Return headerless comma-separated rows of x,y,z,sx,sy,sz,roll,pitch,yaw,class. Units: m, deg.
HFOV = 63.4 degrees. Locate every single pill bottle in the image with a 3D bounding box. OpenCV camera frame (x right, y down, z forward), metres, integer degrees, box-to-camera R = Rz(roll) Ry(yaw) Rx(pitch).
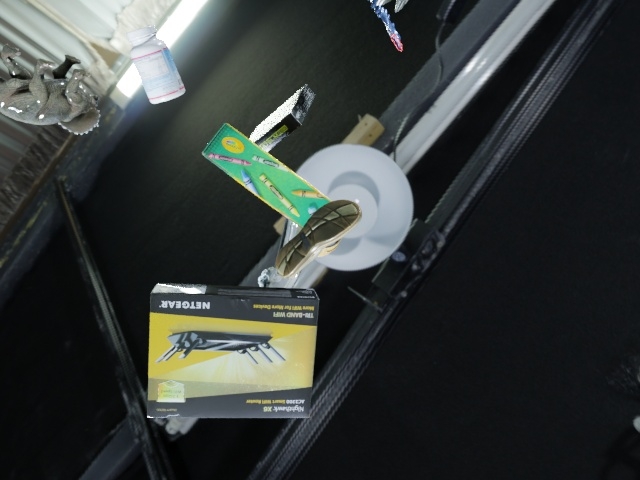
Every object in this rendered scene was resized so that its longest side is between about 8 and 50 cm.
-0.381,-0.405,1.193,0.087,0.160,0.087,-14,-154,7,pill bottle

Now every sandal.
0.000,0.000,0.845,0.180,0.049,0.072,-43,-132,22,sandal

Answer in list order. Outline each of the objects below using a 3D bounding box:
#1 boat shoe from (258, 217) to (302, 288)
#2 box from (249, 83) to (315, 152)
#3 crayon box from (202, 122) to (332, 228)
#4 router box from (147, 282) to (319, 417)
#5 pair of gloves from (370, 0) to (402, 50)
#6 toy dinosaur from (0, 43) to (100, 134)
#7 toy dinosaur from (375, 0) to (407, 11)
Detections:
-0.102,0.065,1.353,0.320,0.103,0.118,-64,-176,-28,boat shoe
-0.105,-0.285,1.281,0.184,0.045,0.190,-35,-157,31,box
-0.098,-0.118,1.071,0.081,0.279,0.165,-54,-174,1,crayon box
-0.167,0.212,0.996,0.081,0.309,0.242,-130,-137,-77,router box
0.150,-0.559,1.270,0.023,0.198,0.159,-29,-142,20,pair of gloves
-0.546,-0.282,1.013,0.121,0.314,0.160,39,-62,24,toy dinosaur
0.112,-0.436,0.659,0.323,0.218,0.164,-3,-108,-6,toy dinosaur
